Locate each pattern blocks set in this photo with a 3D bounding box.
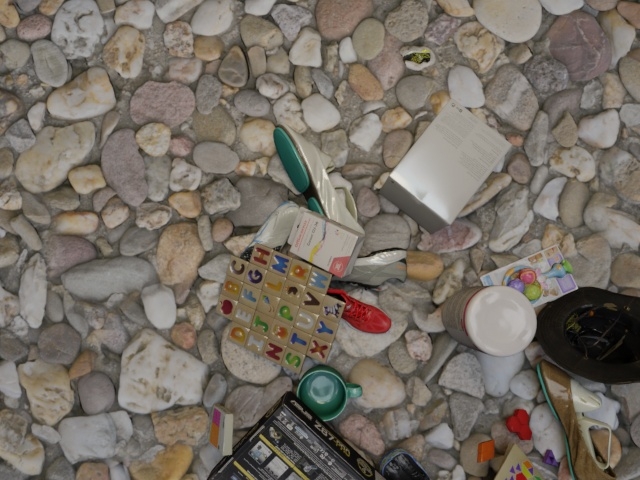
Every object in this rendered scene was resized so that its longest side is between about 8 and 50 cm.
[{"bbox_3d":[0.493,0.620,1.209,0.324,0.026,0.286,-28,83,-35],"label":"pattern blocks set"}]

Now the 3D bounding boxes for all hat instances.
[{"bbox_3d":[0.736,0.274,1.241,0.331,0.331,0.134,-23,123,-3],"label":"hat"}]

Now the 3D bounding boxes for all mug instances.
[{"bbox_3d":[0.016,0.402,1.266,0.157,0.097,0.130,30,88,2],"label":"mug"}]

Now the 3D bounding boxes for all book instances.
[{"bbox_3d":[-0.255,0.480,1.233,0.035,0.144,0.097,6,81,-24],"label":"book"}]

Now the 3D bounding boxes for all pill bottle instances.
[{"bbox_3d":[0.402,0.193,1.201,0.160,0.283,0.161,0,84,-1],"label":"pill bottle"}]

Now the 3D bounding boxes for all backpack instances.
[{"bbox_3d":[0.212,0.604,1.253,0.105,0.084,0.114,-38,90,-5],"label":"backpack"}]

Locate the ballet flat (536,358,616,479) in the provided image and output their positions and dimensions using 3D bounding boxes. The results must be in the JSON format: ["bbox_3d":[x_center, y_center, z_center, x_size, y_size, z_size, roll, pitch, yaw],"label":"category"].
[{"bbox_3d":[0.677,0.468,1.246,0.124,0.116,0.343,-20,84,37],"label":"ballet flat"}]

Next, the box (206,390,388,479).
[{"bbox_3d":[-0.043,0.623,1.194,0.395,0.097,0.318,41,98,0],"label":"box"}]

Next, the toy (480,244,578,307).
[{"bbox_3d":[0.583,0.116,1.327,0.237,0.056,0.137,-23,83,-3],"label":"toy"}]

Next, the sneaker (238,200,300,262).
[{"bbox_3d":[-0.140,-0.010,1.332,0.085,0.086,0.237,39,97,-24],"label":"sneaker"}]

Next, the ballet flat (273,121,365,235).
[{"bbox_3d":[0.003,-0.149,1.328,0.139,0.139,0.401,-26,89,-3],"label":"ballet flat"}]

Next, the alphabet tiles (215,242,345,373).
[{"bbox_3d":[-0.114,0.178,1.268,0.342,0.011,0.286,21,101,17],"label":"alphabet tiles"}]

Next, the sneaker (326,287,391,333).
[{"bbox_3d":[0.090,0.192,1.276,0.221,0.128,0.087,20,84,2],"label":"sneaker"}]

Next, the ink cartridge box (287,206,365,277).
[{"bbox_3d":[0.000,0.000,1.228,0.198,0.067,0.116,25,103,20],"label":"ink cartridge box"}]

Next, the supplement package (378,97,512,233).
[{"bbox_3d":[0.322,-0.188,1.286,0.199,0.198,0.263,39,84,3],"label":"supplement package"}]

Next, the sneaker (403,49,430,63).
[{"bbox_3d":[0.284,-0.536,1.408,0.083,0.031,0.035,-10,84,-2],"label":"sneaker"}]

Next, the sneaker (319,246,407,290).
[{"bbox_3d":[0.108,0.091,1.306,0.271,0.100,0.108,-10,92,-1],"label":"sneaker"}]
